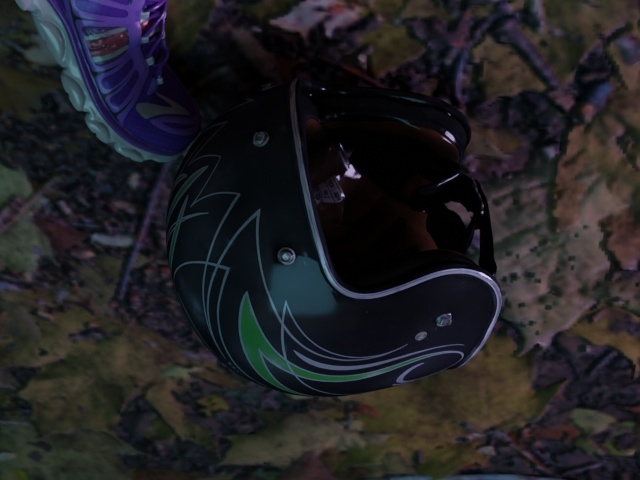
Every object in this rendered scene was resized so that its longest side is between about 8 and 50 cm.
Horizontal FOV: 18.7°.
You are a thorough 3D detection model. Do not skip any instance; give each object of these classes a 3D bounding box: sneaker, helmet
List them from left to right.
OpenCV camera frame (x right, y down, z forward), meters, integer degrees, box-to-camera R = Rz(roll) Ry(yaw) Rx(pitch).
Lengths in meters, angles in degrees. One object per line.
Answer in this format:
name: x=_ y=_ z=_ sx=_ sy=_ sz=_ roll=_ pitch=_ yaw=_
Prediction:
sneaker: x=-0.100 y=-0.108 z=0.973 sx=0.071 sy=0.068 sz=0.170 roll=-15 pitch=130 yaw=19
helmet: x=0.000 y=0.000 z=0.992 sx=0.161 sy=0.169 sz=0.169 roll=5 pitch=139 yaw=-16
